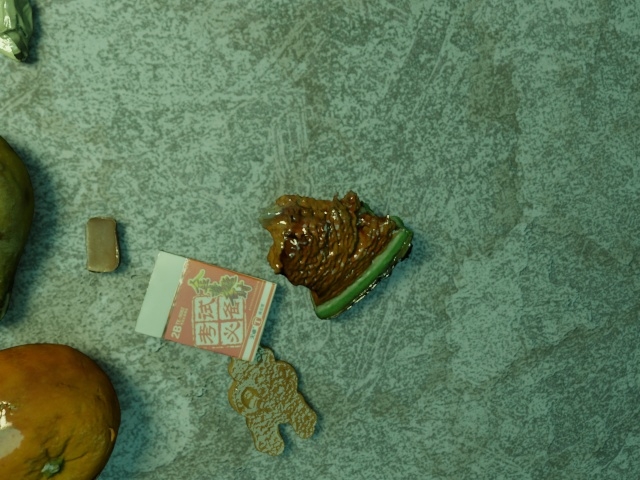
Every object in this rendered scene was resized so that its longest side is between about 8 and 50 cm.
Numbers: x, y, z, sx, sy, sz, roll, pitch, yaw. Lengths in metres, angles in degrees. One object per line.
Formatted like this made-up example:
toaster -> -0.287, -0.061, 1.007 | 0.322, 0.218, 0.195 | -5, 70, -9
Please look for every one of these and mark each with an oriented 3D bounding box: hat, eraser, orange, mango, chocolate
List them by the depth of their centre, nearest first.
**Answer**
mango -> -0.566, -0.025, 0.841 | 0.176, 0.175, 0.330 | 26, 114, 17
hat -> -0.541, -0.374, 0.847 | 0.166, 0.081, 0.122 | 20, 132, -2
orange -> -0.473, 0.307, 0.852 | 0.284, 0.226, 0.284 | -20, 118, -42
chocolate -> -0.389, 0.007, 0.949 | 0.064, 0.031, 0.101 | -3, 95, 4
eraser -> -0.213, 0.124, 0.994 | 0.230, 0.038, 0.157 | 17, 87, -12

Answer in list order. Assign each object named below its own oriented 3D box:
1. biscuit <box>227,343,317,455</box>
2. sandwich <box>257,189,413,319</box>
biscuit -> -0.106, 0.312, 1.060 | 0.144, 0.040, 0.236 | -27, 97, -17
sandwich -> 0.000, 0.000, 0.984 | 0.250, 0.162, 0.301 | -50, 137, 9
